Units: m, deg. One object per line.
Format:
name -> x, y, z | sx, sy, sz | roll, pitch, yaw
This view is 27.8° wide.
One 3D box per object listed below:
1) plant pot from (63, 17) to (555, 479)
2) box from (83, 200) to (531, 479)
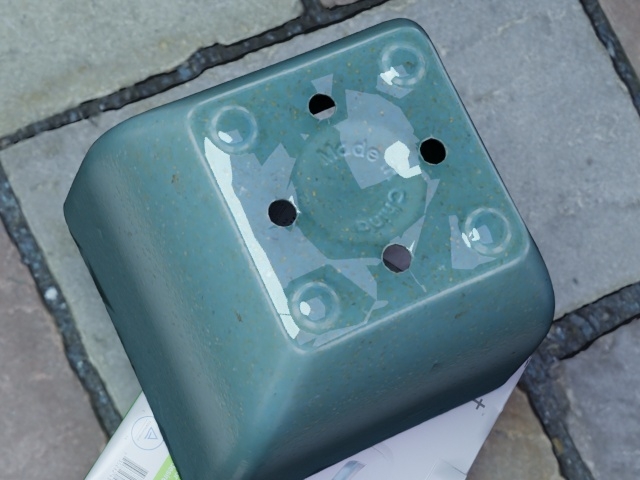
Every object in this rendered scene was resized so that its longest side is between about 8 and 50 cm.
plant pot -> 0.000, 0.000, 0.792 | 0.247, 0.252, 0.247 | -23, 79, -16
box -> -0.014, 0.138, 0.948 | 0.231, 0.127, 0.262 | 32, 72, -3
